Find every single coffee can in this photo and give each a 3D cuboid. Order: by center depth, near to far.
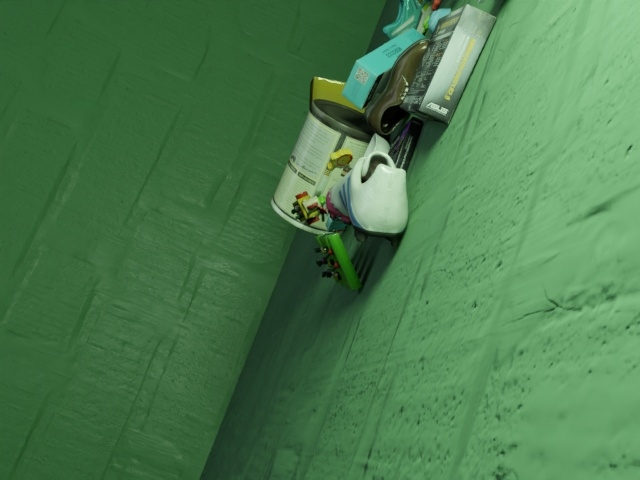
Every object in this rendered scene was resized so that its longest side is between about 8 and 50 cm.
[{"bbox_3d":[0.019,-0.177,1.864,0.201,0.201,0.276,-82,16,-67],"label":"coffee can"}]

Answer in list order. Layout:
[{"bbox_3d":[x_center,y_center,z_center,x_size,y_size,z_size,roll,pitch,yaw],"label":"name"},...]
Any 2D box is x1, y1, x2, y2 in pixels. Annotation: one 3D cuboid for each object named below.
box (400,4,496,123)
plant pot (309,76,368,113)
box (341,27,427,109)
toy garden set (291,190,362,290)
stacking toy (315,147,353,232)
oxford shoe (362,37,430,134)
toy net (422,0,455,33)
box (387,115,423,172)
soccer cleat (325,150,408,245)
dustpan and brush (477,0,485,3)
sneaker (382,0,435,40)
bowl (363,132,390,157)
[{"bbox_3d":[0.213,-0.299,1.321,0.231,0.056,0.183,-104,38,-79],"label":"box"},{"bbox_3d":[0.062,-0.346,2.176,0.212,0.212,0.187,-113,34,-81],"label":"plant pot"},{"bbox_3d":[0.151,-0.391,1.729,0.244,0.060,0.101,-40,-16,-42],"label":"box"},{"bbox_3d":[0.000,0.000,1.493,0.049,0.204,0.244,-25,3,-5],"label":"toy garden set"},{"bbox_3d":[0.046,-0.062,1.622,0.221,0.052,0.167,112,145,-53],"label":"stacking toy"},{"bbox_3d":[0.186,-0.322,1.635,0.227,0.082,0.096,-59,36,22],"label":"oxford shoe"},{"bbox_3d":[0.288,-0.544,1.630,0.122,0.045,0.232,-82,17,-74],"label":"toy net"},{"bbox_3d":[0.146,-0.147,1.481,0.116,0.029,0.162,133,157,-71],"label":"box"},{"bbox_3d":[0.089,-0.088,1.335,0.331,0.115,0.143,-132,50,-75],"label":"soccer cleat"},{"bbox_3d":[0.310,-0.477,1.181,0.147,0.060,0.211,129,156,-64],"label":"dustpan and brush"},{"bbox_3d":[0.249,-0.623,1.925,0.107,0.109,0.275,-85,20,-71],"label":"sneaker"},{"bbox_3d":[0.114,-0.153,1.665,0.142,0.053,0.142,-85,19,-68],"label":"bowl"}]
